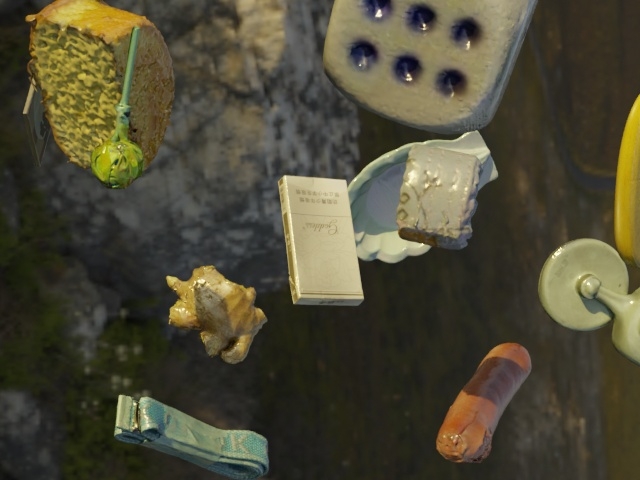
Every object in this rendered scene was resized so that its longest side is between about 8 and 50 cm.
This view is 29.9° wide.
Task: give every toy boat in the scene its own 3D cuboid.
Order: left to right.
[{"bbox_3d":[0.156,-0.086,2.055,0.199,0.290,0.100,61,0,-29],"label":"toy boat"}]

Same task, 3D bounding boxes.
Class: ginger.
[{"bbox_3d":[-0.210,0.132,2.335,0.157,0.216,0.102,-55,-174,-1],"label":"ginger"}]

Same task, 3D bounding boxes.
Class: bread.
[{"bbox_3d":[-0.254,-0.196,1.459,0.139,0.143,0.229,-49,148,-38],"label":"bread"}]

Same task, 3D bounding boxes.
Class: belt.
[{"bbox_3d":[-0.212,0.329,2.005,0.302,0.087,0.072,26,51,-34],"label":"belt"}]

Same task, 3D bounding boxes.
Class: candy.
[{"bbox_3d":[-0.225,-0.150,1.370,0.062,0.058,0.193,1,113,-25],"label":"candy"}]

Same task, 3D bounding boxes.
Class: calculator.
[{"bbox_3d":[0.349,-0.054,1.234,0.146,0.032,0.234,-24,120,-40],"label":"calculator"}]

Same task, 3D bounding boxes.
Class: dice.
[{"bbox_3d":[0.122,-0.237,1.269,0.192,0.193,0.194,-59,169,-60],"label":"dice"}]

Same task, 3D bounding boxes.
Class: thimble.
[{"bbox_3d":[0.183,-0.066,1.832,0.127,0.118,0.151,54,47,-80],"label":"thimble"}]

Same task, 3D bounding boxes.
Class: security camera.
[{"bbox_3d":[0.505,0.112,1.994,0.157,0.302,0.080,-60,-171,2],"label":"security camera"}]

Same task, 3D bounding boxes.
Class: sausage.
[{"bbox_3d":[0.296,0.290,2.153,0.094,0.094,0.419,52,28,-1],"label":"sausage"}]

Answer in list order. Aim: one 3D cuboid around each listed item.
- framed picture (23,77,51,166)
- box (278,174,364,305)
[{"bbox_3d":[-0.415,-0.230,1.816,0.136,0.010,0.200,98,-2,-58],"label":"framed picture"},{"bbox_3d":[-0.001,0.000,1.788,0.109,0.029,0.198,3,68,-26],"label":"box"}]
